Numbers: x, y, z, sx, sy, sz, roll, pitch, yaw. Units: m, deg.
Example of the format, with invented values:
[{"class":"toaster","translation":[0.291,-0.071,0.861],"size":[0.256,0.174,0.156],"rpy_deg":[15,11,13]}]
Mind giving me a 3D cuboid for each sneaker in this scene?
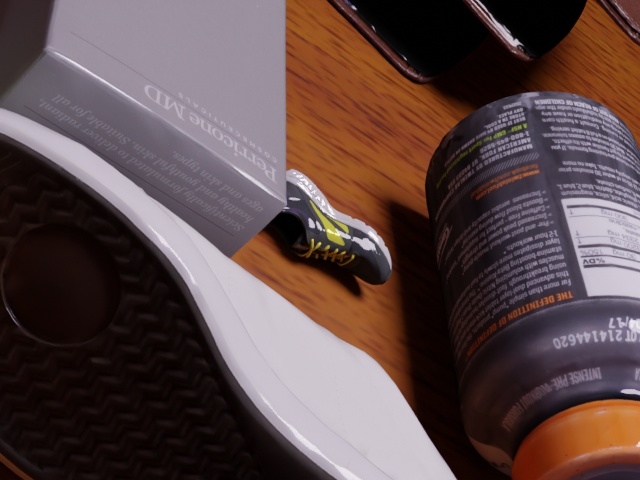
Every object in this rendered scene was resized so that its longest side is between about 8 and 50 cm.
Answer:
[{"class":"sneaker","translation":[-0.048,0.059,0.522],"size":[0.290,0.106,0.123],"rpy_deg":[45,14,-7]},{"class":"sneaker","translation":[0.000,0.000,0.695],"size":[0.083,0.031,0.035],"rpy_deg":[38,46,-6]}]

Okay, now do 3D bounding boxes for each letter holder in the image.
[{"class":"letter holder","translation":[0.154,-0.215,1.003],"size":[0.214,0.152,0.302],"rpy_deg":[46,31,-5]}]

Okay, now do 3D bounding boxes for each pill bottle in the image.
[{"class":"pill bottle","translation":[0.131,0.042,0.703],"size":[0.130,0.130,0.245],"rpy_deg":[29,36,-27]}]

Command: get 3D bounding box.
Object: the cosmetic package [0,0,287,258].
[{"class":"cosmetic package","translation":[-0.091,-0.092,0.617],"size":[0.127,0.107,0.238],"rpy_deg":[31,32,-29]}]
